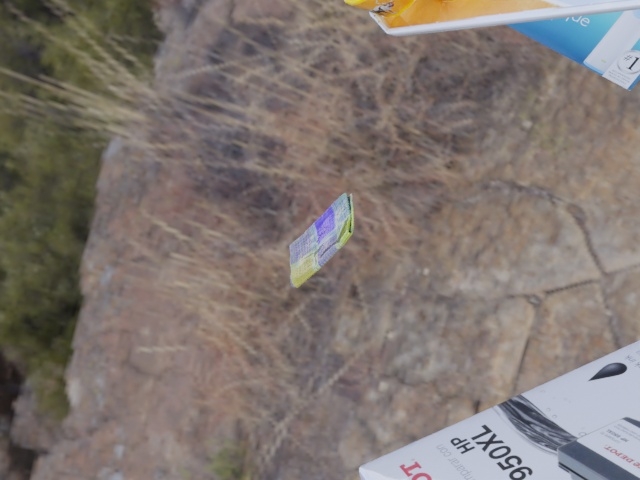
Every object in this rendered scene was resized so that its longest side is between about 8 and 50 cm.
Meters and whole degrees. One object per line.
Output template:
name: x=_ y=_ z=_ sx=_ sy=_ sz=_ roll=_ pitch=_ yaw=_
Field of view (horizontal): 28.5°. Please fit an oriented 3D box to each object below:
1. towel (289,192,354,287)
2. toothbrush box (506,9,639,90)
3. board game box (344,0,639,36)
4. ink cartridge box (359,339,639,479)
towel: x=0.000 y=0.000 z=1.102 sx=0.083 sy=0.009 sz=0.060 roll=-42 pitch=30 yaw=32
toothbrush box: x=0.337 y=-0.345 z=1.383 sx=0.295 sy=0.216 sz=0.126 roll=-55 pitch=12 yaw=42
board game box: x=0.177 y=-0.312 z=0.601 sx=0.389 sy=0.050 sz=0.390 roll=0 pitch=89 yaw=38
ink cartridge box: x=0.272 y=0.256 z=1.116 sx=0.285 sy=0.394 sz=0.166 roll=44 pitch=153 yaw=58
